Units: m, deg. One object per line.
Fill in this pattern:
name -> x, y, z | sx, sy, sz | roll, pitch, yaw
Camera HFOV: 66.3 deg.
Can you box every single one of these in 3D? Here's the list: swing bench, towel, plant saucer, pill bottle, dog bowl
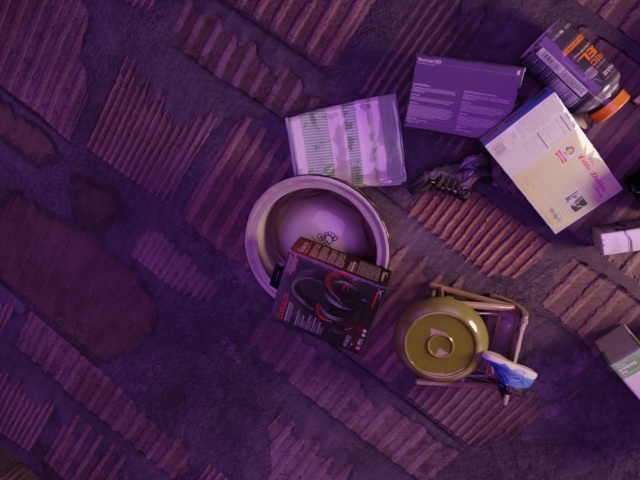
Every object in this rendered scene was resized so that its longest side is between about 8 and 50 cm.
swing bench -> 0.405, 0.275, 1.342 | 0.254, 0.165, 0.253 | 10, 104, 9
towel -> 0.069, -0.260, 1.385 | 0.325, 0.038, 0.248 | -7, 99, 18
plant saucer -> 0.306, 0.263, 1.254 | 0.241, 0.037, 0.241 | 3, 104, 11
pill bottle -> 0.600, -0.389, 1.149 | 0.246, 0.130, 0.130 | 45, 110, 2
dog bowl -> 0.000, 0.000, 1.382 | 0.408, 0.150, 0.408 | 5, 110, 13

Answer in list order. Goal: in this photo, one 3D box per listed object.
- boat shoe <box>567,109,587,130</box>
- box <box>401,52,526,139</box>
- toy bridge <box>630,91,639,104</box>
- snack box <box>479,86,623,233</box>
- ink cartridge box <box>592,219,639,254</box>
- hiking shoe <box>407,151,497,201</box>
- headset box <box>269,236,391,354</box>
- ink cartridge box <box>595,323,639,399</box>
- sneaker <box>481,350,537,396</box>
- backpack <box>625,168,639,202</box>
boat shoe -> 0.599, -0.314, 1.214 | 0.133, 0.049, 0.042 | 37, 138, -1
box -> 0.357, -0.359, 1.242 | 0.261, 0.103, 0.184 | 13, 109, 13
toy bridge -> 0.829, -0.289, 1.158 | 0.188, 0.026, 0.063 | 45, 109, 2
snack box -> 0.559, -0.184, 1.186 | 0.187, 0.060, 0.322 | -39, 111, 21
ink cartridge box -> 0.753, -0.010, 1.204 | 0.135, 0.099, 0.056 | -10, 99, 18
hiking shoe -> 0.346, -0.150, 1.301 | 0.227, 0.086, 0.114 | -20, 93, 19
headset box -> 0.010, 0.138, 1.287 | 0.293, 0.110, 0.218 | 22, 114, 6
ink cartridge box -> 0.815, 0.339, 1.234 | 0.093, 0.154, 0.212 | -43, 88, 20
sneaker -> 0.458, 0.339, 1.225 | 0.152, 0.058, 0.084 | 25, 95, -12
backpack -> 0.828, -0.128, 1.115 | 0.188, 0.166, 0.144 | -37, 91, 29
